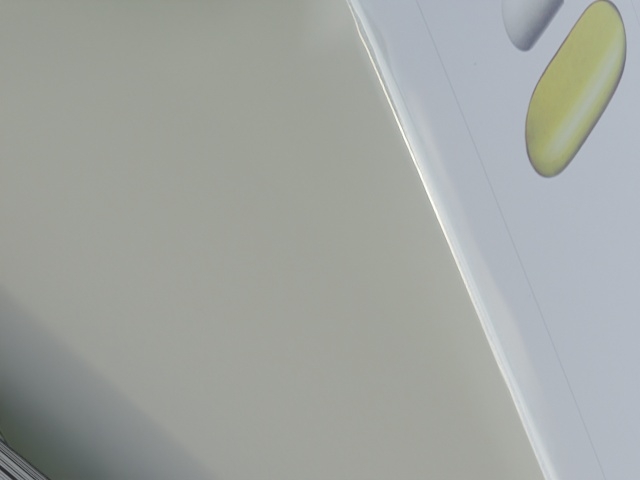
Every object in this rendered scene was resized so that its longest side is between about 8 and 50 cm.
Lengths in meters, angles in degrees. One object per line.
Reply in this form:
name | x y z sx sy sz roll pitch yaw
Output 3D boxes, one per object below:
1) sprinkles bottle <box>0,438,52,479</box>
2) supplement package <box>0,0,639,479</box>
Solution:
sprinkles bottle | -0.083 0.136 0.534 0.121 0.355 0.121 -49 -176 5
supplement package | 0.000 0.000 0.574 0.145 0.204 0.262 -53 129 -40
